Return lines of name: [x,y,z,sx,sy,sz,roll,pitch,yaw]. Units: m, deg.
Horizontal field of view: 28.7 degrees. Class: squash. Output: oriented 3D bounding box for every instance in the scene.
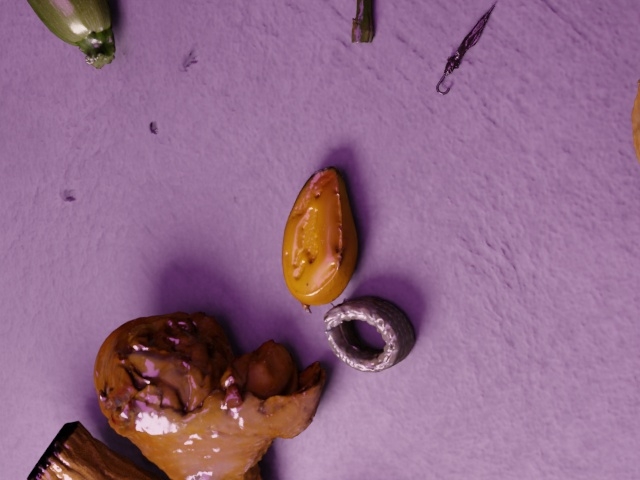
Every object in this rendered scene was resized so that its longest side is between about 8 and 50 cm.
squash: [-0.384,-0.406,1.668,0.107,0.107,0.395,-31,85,27]

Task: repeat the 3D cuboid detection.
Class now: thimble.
thimble: [0.058,0.114,1.550,0.110,0.062,0.084,35,110,17]

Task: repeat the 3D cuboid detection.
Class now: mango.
mango: [0.000,0.000,1.562,0.101,0.066,0.187,7,96,34]

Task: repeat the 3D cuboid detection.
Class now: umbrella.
umbrella: [0.167,-0.226,1.469,0.022,0.013,0.122,31,110,6]

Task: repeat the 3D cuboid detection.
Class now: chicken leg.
chicken leg: [-0.106,0.266,1.619,0.295,0.182,0.409,-22,96,12]

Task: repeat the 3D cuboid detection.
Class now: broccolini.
broccolini: [0.069,-0.364,1.494,0.058,0.071,0.254,-1,109,-15]

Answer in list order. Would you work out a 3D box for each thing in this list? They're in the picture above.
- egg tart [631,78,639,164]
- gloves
egg tart: [0.468,-0.135,1.273,0.294,0.123,0.294,6,105,25]
gloves: [-0.248,0.397,1.677,0.155,0.203,0.356,-35,95,-1]
